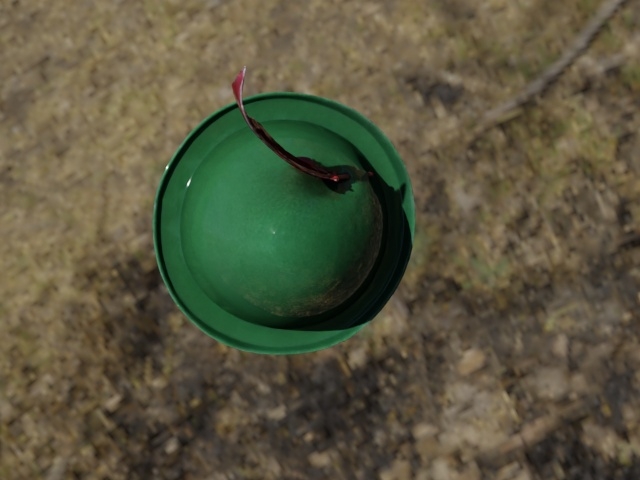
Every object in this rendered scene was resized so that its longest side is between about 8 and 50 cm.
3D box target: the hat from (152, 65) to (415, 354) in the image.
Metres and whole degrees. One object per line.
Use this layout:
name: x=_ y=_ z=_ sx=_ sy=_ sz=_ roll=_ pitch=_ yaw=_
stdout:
hat: x=0.000 y=0.000 z=0.913 sx=0.183 sy=0.208 sz=0.173 roll=21 pitch=99 yaw=66
